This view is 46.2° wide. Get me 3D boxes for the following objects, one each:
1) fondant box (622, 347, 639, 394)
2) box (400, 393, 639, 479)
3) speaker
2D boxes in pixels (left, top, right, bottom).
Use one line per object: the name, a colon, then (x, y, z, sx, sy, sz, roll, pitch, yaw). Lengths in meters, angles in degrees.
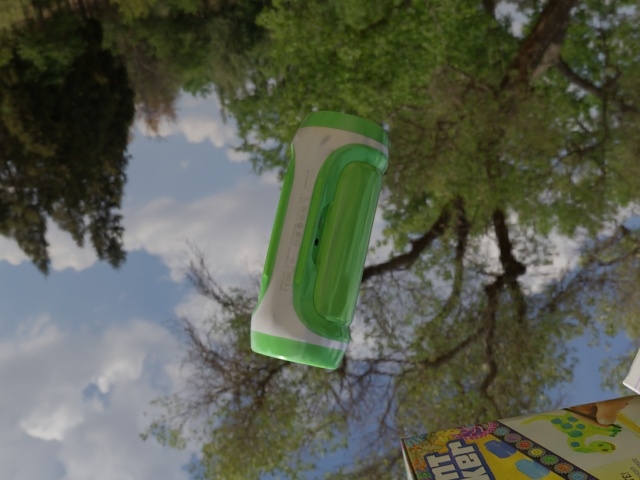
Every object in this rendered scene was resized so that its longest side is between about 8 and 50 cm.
fondant box: (0.513, 0.181, 0.770, 0.330, 0.096, 0.238, 15, -167, -34)
box: (0.215, 0.266, 0.464, 0.279, 0.290, 0.177, -10, -165, -2)
speaker: (0.000, 0.000, 0.920, 0.131, 0.297, 0.131, 12, 173, 2)
